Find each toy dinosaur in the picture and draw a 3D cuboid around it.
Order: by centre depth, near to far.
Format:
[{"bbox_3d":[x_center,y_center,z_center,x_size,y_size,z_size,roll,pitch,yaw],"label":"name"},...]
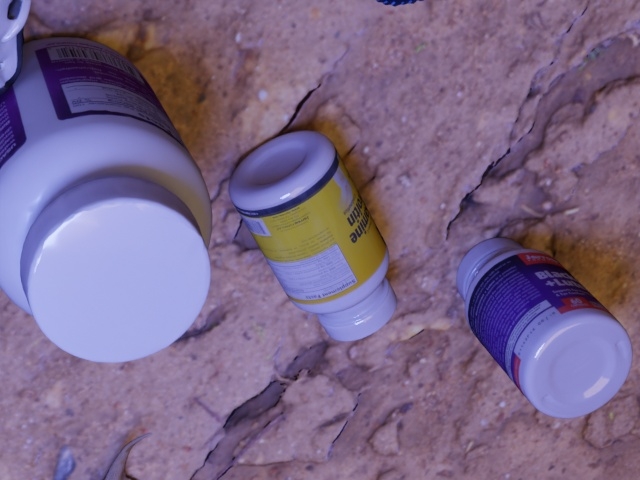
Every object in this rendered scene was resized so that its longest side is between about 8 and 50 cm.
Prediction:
[{"bbox_3d":[-0.210,0.252,1.331,0.093,0.053,0.183,-14,128,-29],"label":"toy dinosaur"}]

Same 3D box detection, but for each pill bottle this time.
[{"bbox_3d":[-0.177,-0.034,1.042,0.169,0.301,0.169,-8,118,-15],"label":"pill bottle"},{"bbox_3d":[0.000,0.000,1.236,0.103,0.103,0.184,-31,121,-2],"label":"pill bottle"},{"bbox_3d":[0.200,0.073,1.288,0.108,0.193,0.108,-8,118,-16],"label":"pill bottle"}]

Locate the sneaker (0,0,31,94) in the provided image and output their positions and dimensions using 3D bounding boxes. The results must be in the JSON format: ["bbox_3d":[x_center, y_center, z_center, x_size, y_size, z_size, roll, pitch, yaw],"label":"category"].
[{"bbox_3d":[-0.232,-0.261,0.969,0.447,0.169,0.257,-39,161,-5],"label":"sneaker"}]

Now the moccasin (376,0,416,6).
[{"bbox_3d":[0.013,-0.268,1.037,0.138,0.116,0.342,-23,148,16],"label":"moccasin"}]
